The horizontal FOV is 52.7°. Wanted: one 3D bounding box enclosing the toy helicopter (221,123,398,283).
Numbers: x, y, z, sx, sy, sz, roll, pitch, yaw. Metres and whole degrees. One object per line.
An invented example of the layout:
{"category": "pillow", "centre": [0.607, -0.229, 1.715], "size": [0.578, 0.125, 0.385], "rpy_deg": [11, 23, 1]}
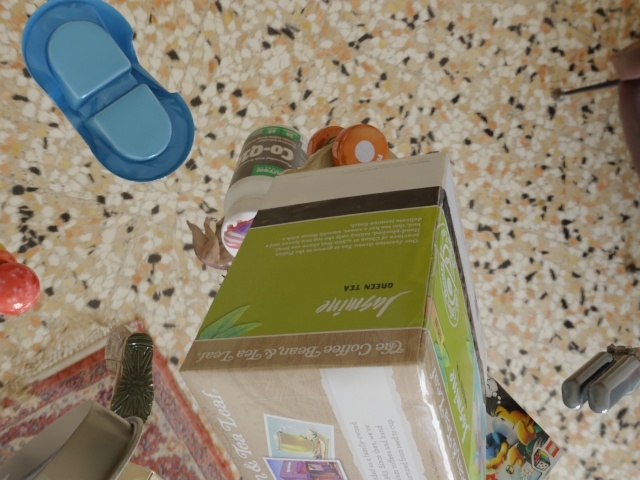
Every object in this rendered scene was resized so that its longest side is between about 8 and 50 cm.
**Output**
{"category": "toy helicopter", "centre": [0.000, 0.000, 0.993], "size": [0.355, 0.140, 0.235], "rpy_deg": [-43, 111, -11]}

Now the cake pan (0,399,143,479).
{"category": "cake pan", "centre": [-0.299, 0.263, 0.617], "size": [0.293, 0.293, 0.054], "rpy_deg": [-41, 100, -7]}

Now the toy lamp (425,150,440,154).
{"category": "toy lamp", "centre": [0.374, -0.145, 2.055], "size": [0.080, 0.080, 0.275], "rpy_deg": [-5, 87, -13]}

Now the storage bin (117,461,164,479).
{"category": "storage bin", "centre": [-0.397, 0.636, 1.364], "size": [0.260, 0.123, 0.262], "rpy_deg": [-62, 144, -32]}

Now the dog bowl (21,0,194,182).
{"category": "dog bowl", "centre": [-0.325, -0.223, 0.995], "size": [0.166, 0.074, 0.297], "rpy_deg": [-42, 107, -21]}

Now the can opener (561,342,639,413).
{"category": "can opener", "centre": [0.460, 0.225, 1.009], "size": [0.283, 0.075, 0.095], "rpy_deg": [-12, 100, -48]}

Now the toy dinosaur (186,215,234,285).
{"category": "toy dinosaur", "centre": [-0.274, 0.044, 1.859], "size": [0.295, 0.127, 0.201], "rpy_deg": [21, 99, -1]}

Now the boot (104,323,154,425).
{"category": "boot", "centre": [-0.453, 0.316, 1.505], "size": [0.089, 0.269, 0.236], "rpy_deg": [15, 78, -25]}

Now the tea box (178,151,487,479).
{"category": "tea box", "centre": [0.054, 0.131, 0.713], "size": [0.219, 0.324, 0.329], "rpy_deg": [-6, 127, 20]}

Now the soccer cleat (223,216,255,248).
{"category": "soccer cleat", "centre": [-0.129, -0.008, 1.361], "size": [0.083, 0.248, 0.095], "rpy_deg": [-14, 83, -39]}

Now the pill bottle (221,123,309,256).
{"category": "pill bottle", "centre": [-0.130, -0.119, 1.632], "size": [0.204, 0.361, 0.204], "rpy_deg": [3, 131, 4]}

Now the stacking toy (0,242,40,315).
{"category": "stacking toy", "centre": [-0.603, 0.028, 1.129], "size": [0.330, 0.141, 0.141], "rpy_deg": [26, 87, 27]}

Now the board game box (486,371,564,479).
{"category": "board game box", "centre": [0.213, 0.357, 0.980], "size": [0.193, 0.053, 0.305], "rpy_deg": [46, 60, 9]}
